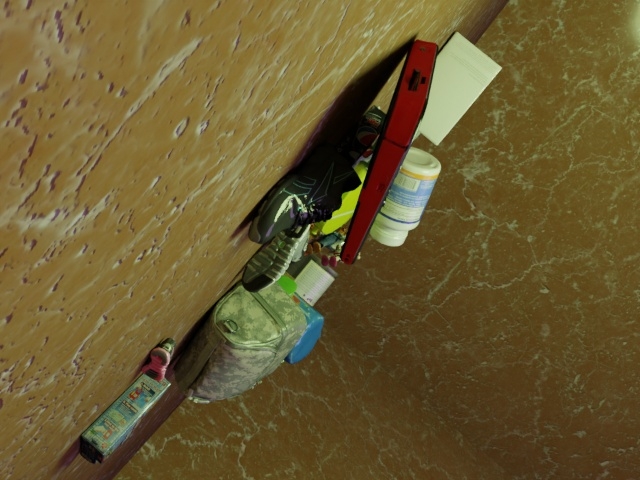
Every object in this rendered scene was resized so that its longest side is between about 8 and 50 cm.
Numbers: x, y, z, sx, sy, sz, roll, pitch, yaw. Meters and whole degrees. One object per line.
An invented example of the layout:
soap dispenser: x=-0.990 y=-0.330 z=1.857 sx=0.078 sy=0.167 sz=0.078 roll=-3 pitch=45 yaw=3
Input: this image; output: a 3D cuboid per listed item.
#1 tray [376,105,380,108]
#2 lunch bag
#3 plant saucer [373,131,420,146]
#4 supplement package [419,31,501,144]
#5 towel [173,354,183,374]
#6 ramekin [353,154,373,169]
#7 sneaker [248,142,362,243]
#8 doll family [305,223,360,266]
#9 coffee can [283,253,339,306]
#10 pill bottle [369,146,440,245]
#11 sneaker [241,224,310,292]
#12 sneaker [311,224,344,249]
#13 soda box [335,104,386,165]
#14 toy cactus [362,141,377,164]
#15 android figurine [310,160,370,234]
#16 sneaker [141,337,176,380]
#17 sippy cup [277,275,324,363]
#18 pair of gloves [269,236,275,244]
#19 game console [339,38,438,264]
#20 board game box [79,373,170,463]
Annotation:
tray: x=0.058 y=-0.203 z=1.519 sx=0.270 sy=0.030 sz=0.145 roll=-50 pitch=177 yaw=-17
lunch bag: x=-0.220 y=0.265 z=1.589 sx=0.256 sy=0.212 sz=0.305 roll=-22 pitch=155 yaw=-49
plant saucer: x=0.352 y=-0.459 z=2.246 sx=0.400 sy=0.101 sz=0.400 roll=-51 pitch=177 yaw=-3
supplement package: x=0.391 y=-0.465 z=1.921 sx=0.293 sy=0.175 sz=0.177 roll=-51 pitch=179 yaw=17
towel: x=-0.353 y=0.310 z=1.748 sx=0.110 sy=0.027 sz=0.148 roll=-51 pitch=178 yaw=39
ramekin: x=0.161 y=-0.170 z=1.967 sx=0.207 sy=0.207 sz=0.109 roll=-50 pitch=-173 yaw=-7
sneaker: x=-0.022 y=-0.074 z=1.107 sx=0.267 sy=0.106 sz=0.101 roll=-47 pitch=178 yaw=-34
doll family: x=0.000 y=0.000 z=1.884 sx=0.163 sy=0.263 sz=0.118 roll=-25 pitch=113 yaw=-53
coffee can: x=-0.095 y=0.169 z=2.292 sx=0.275 sy=0.202 sz=0.201 roll=-51 pitch=178 yaw=-3
pill bottle: x=0.235 y=-0.124 z=1.812 sx=0.152 sy=0.152 sz=0.271 roll=-47 pitch=159 yaw=-55
sneaker: x=-0.094 y=0.049 z=1.522 sx=0.228 sy=0.086 sz=0.132 roll=-51 pitch=160 yaw=-12
sneaker: x=0.022 y=-0.024 z=2.088 sx=0.094 sy=0.153 sz=0.235 roll=-49 pitch=177 yaw=-6
soda box: x=0.088 y=-0.227 z=1.402 sx=0.169 sy=0.053 sz=0.060 roll=-50 pitch=178 yaw=-26
toy cactus: x=0.193 y=-0.312 z=1.798 sx=0.219 sy=0.112 sz=0.180 roll=-43 pitch=157 yaw=-5
android figurine: x=0.069 y=-0.117 z=1.762 sx=0.272 sy=0.056 sz=0.248 roll=-52 pitch=164 yaw=29
sneaker: x=-0.309 y=0.229 z=1.207 sx=0.119 sy=0.047 sz=0.057 roll=-51 pitch=-171 yaw=43
sippy cup: x=-0.121 y=0.238 z=1.826 sx=0.240 sy=0.224 sz=0.305 roll=-56 pitch=158 yaw=-6
pair of gloves: x=-0.068 y=-0.049 z=1.627 sx=0.159 sy=0.023 sz=0.198 roll=-51 pitch=177 yaw=24
game console: x=0.136 y=-0.182 z=1.201 sx=0.386 sy=0.060 sz=0.341 roll=-68 pitch=176 yaw=-52
board game box: x=-0.400 y=0.362 z=1.276 sx=0.194 sy=0.060 sz=0.194 roll=-48 pitch=177 yaw=-34
